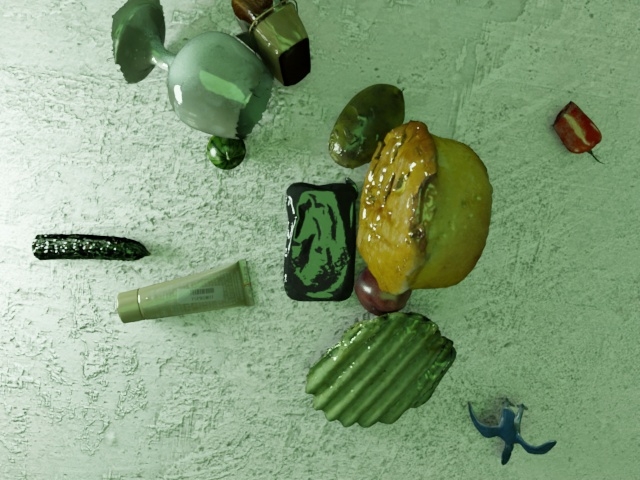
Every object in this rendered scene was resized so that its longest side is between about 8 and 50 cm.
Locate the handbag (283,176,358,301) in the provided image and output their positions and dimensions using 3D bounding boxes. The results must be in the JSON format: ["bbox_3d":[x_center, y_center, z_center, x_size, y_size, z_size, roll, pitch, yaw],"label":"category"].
[{"bbox_3d":[0.000,-0.003,1.194,0.191,0.075,0.333,1,98,-4],"label":"handbag"}]

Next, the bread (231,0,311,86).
[{"bbox_3d":[-0.116,-0.477,1.039,0.142,0.224,0.212,-37,85,-3],"label":"bread"}]

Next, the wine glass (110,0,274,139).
[{"bbox_3d":[-0.280,-0.381,1.029,0.322,0.238,0.238,26,97,0],"label":"wine glass"}]

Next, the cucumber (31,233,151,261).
[{"bbox_3d":[-0.588,0.021,1.166,0.299,0.072,0.072,1,99,-4],"label":"cucumber"}]

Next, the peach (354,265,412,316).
[{"bbox_3d":[0.159,0.134,1.198,0.151,0.152,0.152,-1,99,-3],"label":"peach"}]

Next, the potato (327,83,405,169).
[{"bbox_3d":[0.119,-0.290,1.134,0.149,0.113,0.251,44,95,-11],"label":"potato"}]

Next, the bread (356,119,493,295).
[{"bbox_3d":[0.219,-0.066,1.035,0.215,0.398,0.399,6,99,-14],"label":"bread"}]

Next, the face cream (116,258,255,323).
[{"bbox_3d":[-0.355,0.146,1.202,0.340,0.084,0.138,-11,102,-10],"label":"face cream"}]

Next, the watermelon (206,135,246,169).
[{"bbox_3d":[-0.234,-0.223,1.129,0.108,0.109,0.109,-1,99,-3],"label":"watermelon"}]

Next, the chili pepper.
[{"bbox_3d":[0.688,-0.271,1.188,0.086,0.084,0.192,-41,95,20],"label":"chili pepper"}]

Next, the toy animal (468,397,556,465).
[{"bbox_3d":[0.541,0.546,1.279,0.255,0.239,0.177,44,61,-48],"label":"toy animal"}]

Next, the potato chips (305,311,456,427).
[{"bbox_3d":[0.170,0.365,1.243,0.358,0.070,0.429,31,109,-21],"label":"potato chips"}]
